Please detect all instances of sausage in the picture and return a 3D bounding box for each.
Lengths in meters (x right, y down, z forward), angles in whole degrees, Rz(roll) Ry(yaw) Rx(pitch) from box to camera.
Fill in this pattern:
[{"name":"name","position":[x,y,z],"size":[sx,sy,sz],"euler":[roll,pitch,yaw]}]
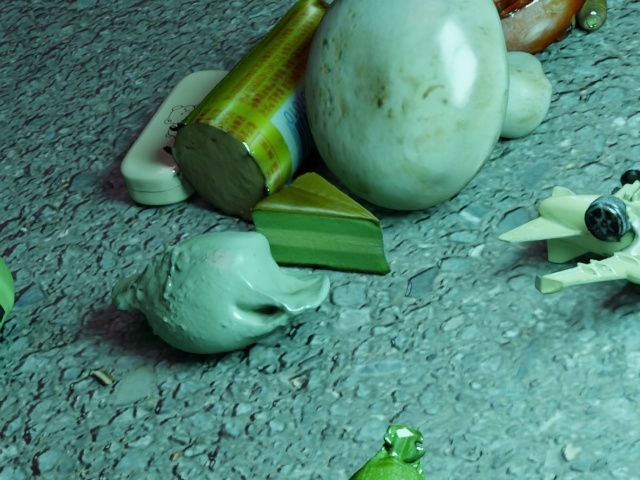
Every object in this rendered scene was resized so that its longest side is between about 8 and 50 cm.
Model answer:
[{"name":"sausage","position":[-0.034,-0.159,1.887],"size":[0.125,0.117,0.317],"euler":[31,49,7]}]

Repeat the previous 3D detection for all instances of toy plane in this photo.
[{"name":"toy plane","position":[0.294,-0.006,1.572],"size":[0.256,0.104,0.242],"euler":[2,24,35]}]

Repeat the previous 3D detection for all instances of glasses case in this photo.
[{"name":"glasses case","position":[-0.142,-0.111,1.925],"size":[0.083,0.050,0.196],"euler":[3,40,23]}]

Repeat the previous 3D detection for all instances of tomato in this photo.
[{"name":"tomato","position":[0.192,-0.247,1.926],"size":[0.228,0.101,0.228],"euler":[-20,31,13]}]

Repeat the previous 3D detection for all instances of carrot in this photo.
[{"name":"carrot","position":[0.295,-0.276,1.977],"size":[0.036,0.035,0.165],"euler":[-7,35,15]}]

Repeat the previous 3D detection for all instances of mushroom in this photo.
[{"name":"mushroom","position":[0.111,-0.148,1.764],"size":[0.243,0.243,0.243],"euler":[-11,36,8]}]

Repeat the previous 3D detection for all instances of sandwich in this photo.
[{"name":"sandwich","position":[0.000,0.000,1.699],"size":[0.074,0.074,0.116],"euler":[-30,39,-20]}]

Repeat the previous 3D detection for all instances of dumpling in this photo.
[{"name":"dumpling","position":[-0.091,0.032,1.666],"size":[0.219,0.108,0.152],"euler":[6,42,25]}]

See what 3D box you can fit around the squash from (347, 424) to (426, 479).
[{"name":"squash","position":[0.030,0.276,1.301],"size":[0.101,0.101,0.378],"euler":[-4,37,18]}]

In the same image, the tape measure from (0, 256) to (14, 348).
[{"name":"tape measure","position":[-0.375,0.071,1.738],"size":[0.175,0.106,0.200],"euler":[-36,35,-2]}]
